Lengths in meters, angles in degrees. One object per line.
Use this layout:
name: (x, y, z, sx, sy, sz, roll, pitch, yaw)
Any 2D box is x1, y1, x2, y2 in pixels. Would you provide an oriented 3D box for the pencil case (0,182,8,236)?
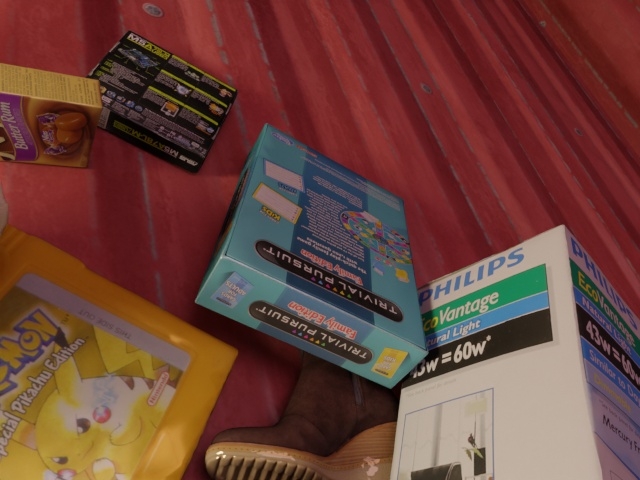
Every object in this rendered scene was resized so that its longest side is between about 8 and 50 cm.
pencil case: (-0.450, -0.009, 0.351, 0.410, 0.160, 0.183, -19, 36, -35)

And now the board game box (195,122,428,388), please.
board game box: (0.000, 0.000, 0.705, 0.253, 0.079, 0.336, 27, 32, -15)

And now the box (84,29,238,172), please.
box: (-0.235, -0.208, 0.780, 0.190, 0.045, 0.184, 26, 43, -15)

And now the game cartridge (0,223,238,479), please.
game cartridge: (-0.267, 0.140, 0.472, 0.323, 0.053, 0.285, 32, 44, -11)

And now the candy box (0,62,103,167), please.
candy box: (-0.354, -0.141, 0.593, 0.186, 0.109, 0.053, 2, 55, -34)

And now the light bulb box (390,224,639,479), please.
light bulb box: (0.279, 0.247, 0.598, 0.358, 0.225, 0.361, 41, 41, -22)

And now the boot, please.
boot: (-0.013, 0.186, 0.613, 0.248, 0.090, 0.207, 16, 37, -23)
